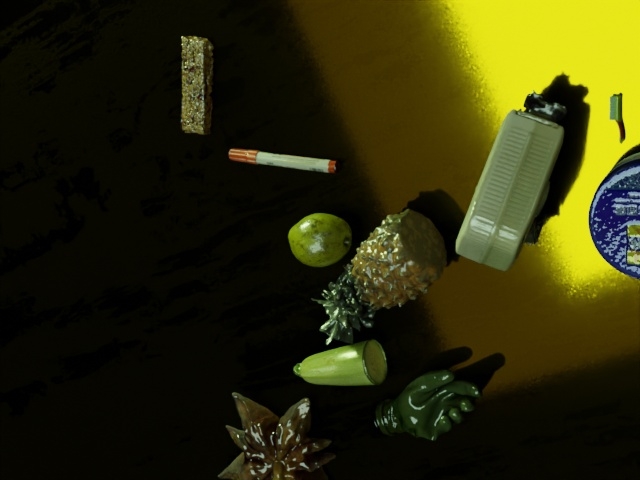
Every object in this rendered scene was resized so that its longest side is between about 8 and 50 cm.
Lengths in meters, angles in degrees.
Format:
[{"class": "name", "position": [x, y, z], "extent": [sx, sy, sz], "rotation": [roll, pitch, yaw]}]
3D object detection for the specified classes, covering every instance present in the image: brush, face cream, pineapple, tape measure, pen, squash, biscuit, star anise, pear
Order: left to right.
[{"class": "biscuit", "position": [-0.250, -0.310, 2.028], "extent": [0.064, 0.034, 0.199], "rotation": [13, 113, 23]}, {"class": "star anise", "position": [-0.086, 0.483, 2.174], "extent": [0.292, 0.109, 0.349], "rotation": [25, 117, 23]}, {"class": "pen", "position": [-0.074, -0.158, 1.996], "extent": [0.239, 0.028, 0.028], "rotation": [9, 111, 23]}, {"class": "pear", "position": [0.000, 0.000, 1.969], "extent": [0.131, 0.107, 0.107], "rotation": [2, 108, 34]}, {"class": "squash", "position": [0.027, 0.260, 2.065], "extent": [0.224, 0.094, 0.094], "rotation": [-13, 101, 37]}, {"class": "pineapple", "position": [0.091, 0.087, 1.931], "extent": [0.169, 0.169, 0.340], "rotation": [51, 128, 3]}, {"class": "tape measure", "position": [0.334, -0.086, 1.725], "extent": [0.133, 0.231, 0.271], "rotation": [19, 77, 8]}, {"class": "brush", "position": [0.501, -0.204, 1.702], "extent": [0.021, 0.019, 0.083], "rotation": [1, 107, 36]}, {"class": "face cream", "position": [0.557, -0.044, 1.674], "extent": [0.206, 0.111, 0.205], "rotation": [9, 112, 24]}]

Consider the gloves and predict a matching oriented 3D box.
[{"class": "gloves", "position": [0.215, 0.326, 1.974], "extent": [0.268, 0.107, 0.135], "rotation": [-22, 88, 48]}]
